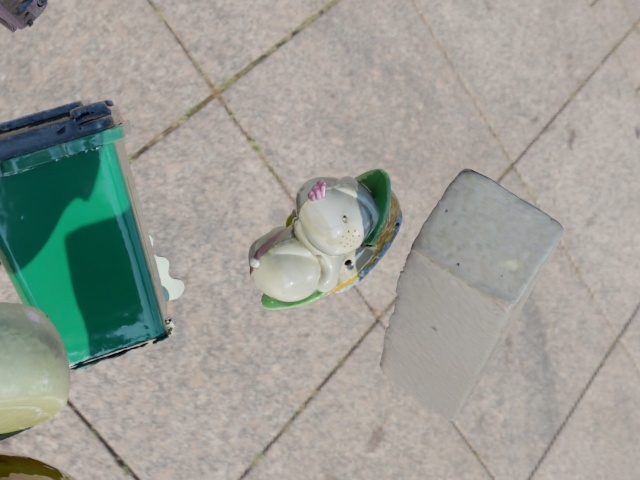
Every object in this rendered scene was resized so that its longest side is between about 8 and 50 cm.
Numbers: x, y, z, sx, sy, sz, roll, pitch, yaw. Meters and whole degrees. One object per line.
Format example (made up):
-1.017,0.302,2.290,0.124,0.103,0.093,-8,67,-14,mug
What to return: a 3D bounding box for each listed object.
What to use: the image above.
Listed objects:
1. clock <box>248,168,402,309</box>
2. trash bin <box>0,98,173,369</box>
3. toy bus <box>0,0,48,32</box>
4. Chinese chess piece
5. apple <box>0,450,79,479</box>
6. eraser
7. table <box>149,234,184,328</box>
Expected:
0.000,0.000,0.948,0.144,0.231,0.103,13,34,-45,clock
-0.397,-0.007,1.239,0.295,0.259,0.381,-18,102,-7,trash bin
-0.554,-0.439,1.398,0.087,0.178,0.098,34,86,4,toy bus
-0.274,0.108,0.564,0.188,0.188,0.083,-7,69,-36,Chinese chess piece
-0.282,0.364,0.649,0.374,0.374,0.384,-54,157,-27,apple
0.139,0.072,0.822,0.111,0.352,0.077,33,63,16,eraser
-0.383,0.093,1.673,0.166,0.166,0.198,-54,139,-27,table
